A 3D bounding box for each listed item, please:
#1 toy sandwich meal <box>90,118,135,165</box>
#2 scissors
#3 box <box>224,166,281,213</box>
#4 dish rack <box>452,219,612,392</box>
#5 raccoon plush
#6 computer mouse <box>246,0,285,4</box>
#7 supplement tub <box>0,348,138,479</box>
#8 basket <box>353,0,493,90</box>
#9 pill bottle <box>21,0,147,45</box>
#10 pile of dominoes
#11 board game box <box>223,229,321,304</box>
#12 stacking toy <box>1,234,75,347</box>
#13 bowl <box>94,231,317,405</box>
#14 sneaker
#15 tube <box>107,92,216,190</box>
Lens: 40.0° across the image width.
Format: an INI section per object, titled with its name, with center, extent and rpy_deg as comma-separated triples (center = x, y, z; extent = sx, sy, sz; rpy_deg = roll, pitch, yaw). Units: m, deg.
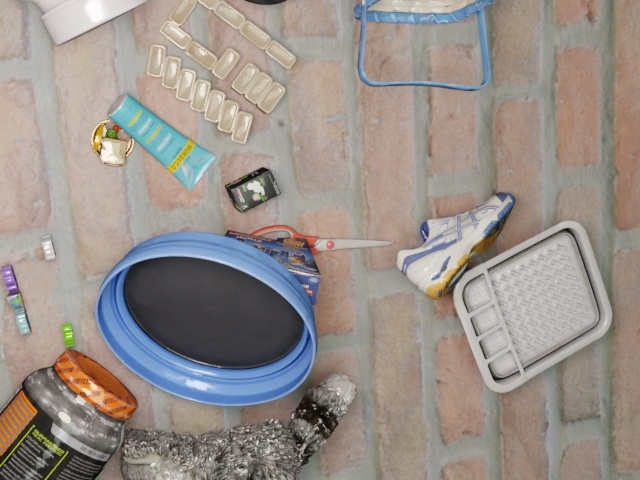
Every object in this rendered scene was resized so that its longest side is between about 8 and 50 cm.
[toy sandwich meal]
center = -0.369, -0.174, 1.565
extent = 0.085, 0.029, 0.086
rpy_deg = -3, 100, -18
[scissors]
center = 0.000, 0.000, 1.721
extent = 0.297, 0.021, 0.109
rpy_deg = -16, 102, -13
[box]
center = -0.127, -0.095, 1.642
extent = 0.083, 0.062, 0.052
rpy_deg = -27, 108, -13
[dish rack]
center = 0.441, 0.134, 1.864
extent = 0.332, 0.072, 0.286
rpy_deg = -27, 106, -12
[raccoon plush]
center = -0.178, 0.363, 1.681
extent = 0.299, 0.216, 0.446
rpy_deg = 42, 59, -8
[computer mouse]
center = -0.038, -0.485, 1.569
extent = 0.272, 0.188, 0.072
rpy_deg = -26, 139, -9
[supplement tub]
center = -0.487, 0.369, 1.528
extent = 0.207, 0.207, 0.338
rpy_deg = 41, 86, -20
[basket]
center = 0.192, -0.421, 1.608
extent = 0.254, 0.201, 0.289
rpy_deg = 1, 84, -18
[pill bottle]
center = -0.442, -0.526, 1.375
extent = 0.229, 0.229, 0.408
rpy_deg = -31, 107, -11
[pile of dominoes]
center = -0.185, -0.320, 1.610
extent = 0.251, 0.040, 0.196
rpy_deg = 36, 88, -12
[board game box]
center = -0.089, 0.040, 1.611
extent = 0.194, 0.194, 0.060
rpy_deg = 12, 107, 2
[stacking toy]
center = -0.537, 0.107, 1.552
extent = 0.166, 0.052, 0.221
rpy_deg = -13, 105, -14
[bowl]
center = -0.194, 0.142, 1.539
extent = 0.390, 0.077, 0.391
rpy_deg = 6, 133, 7
[sneaker]
center = 0.272, -0.019, 1.761
extent = 0.131, 0.112, 0.296
rpy_deg = 36, 60, 21
[tube]
center = -0.287, -0.181, 1.584
extent = 0.207, 0.052, 0.080
rpy_deg = 39, 92, -30
